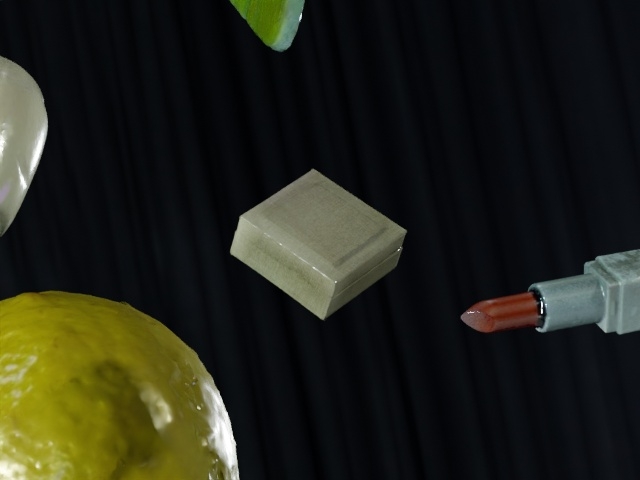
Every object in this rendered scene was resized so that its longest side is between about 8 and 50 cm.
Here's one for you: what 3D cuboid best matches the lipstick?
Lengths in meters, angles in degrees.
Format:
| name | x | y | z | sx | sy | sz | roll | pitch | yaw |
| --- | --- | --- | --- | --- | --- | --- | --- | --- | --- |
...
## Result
| name | x | y | z | sx | sy | sz | roll | pitch | yaw |
| --- | --- | --- | --- | --- | --- | --- | --- | --- | --- |
| lipstick | 0.128 | 0.028 | 0.846 | 0.129 | 0.030 | 0.030 | -10 | 28 | -15 |

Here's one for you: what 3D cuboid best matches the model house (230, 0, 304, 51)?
| name | x | y | z | sx | sy | sz | roll | pitch | yaw |
| --- | --- | --- | --- | --- | --- | --- | --- | --- | --- |
| model house | -0.127 | -0.286 | 0.804 | 0.312 | 0.358 | 0.242 | 12 | 19 | -15 |

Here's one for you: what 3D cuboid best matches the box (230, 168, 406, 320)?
| name | x | y | z | sx | sy | sz | roll | pitch | yaw |
| --- | --- | --- | --- | --- | --- | --- | --- | --- | --- |
| box | 0.000 | 0.000 | 1.116 | 0.083 | 0.079 | 0.035 | -33 | -30 | -44 |

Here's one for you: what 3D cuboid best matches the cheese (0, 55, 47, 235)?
| name | x | y | z | sx | sy | sz | roll | pitch | yaw |
| --- | --- | --- | --- | --- | --- | --- | --- | --- | --- |
| cheese | -0.356 | -0.047 | 1.648 | 0.127 | 0.233 | 0.266 | 30 | -38 | -16 |

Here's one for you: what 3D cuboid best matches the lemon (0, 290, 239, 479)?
| name | x | y | z | sx | sy | sz | roll | pitch | yaw |
| --- | --- | --- | --- | --- | --- | --- | --- | --- | --- |
| lemon | -0.185 | 0.163 | 1.291 | 0.260 | 0.261 | 0.284 | -10 | 5 | -1 |
